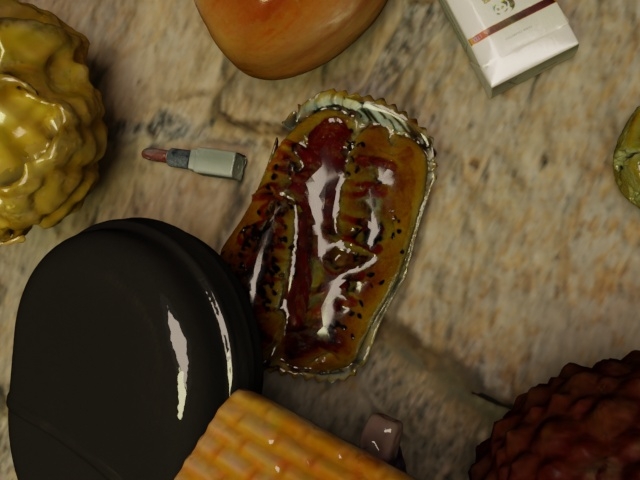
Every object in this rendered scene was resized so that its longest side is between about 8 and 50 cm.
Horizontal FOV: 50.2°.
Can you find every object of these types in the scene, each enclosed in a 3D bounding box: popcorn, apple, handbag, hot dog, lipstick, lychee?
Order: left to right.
[{"bbox_3d":[-0.309,-0.116,0.617,0.250,0.190,0.250,2,83,-17],"label":"popcorn"},{"bbox_3d":[-0.170,0.133,0.581,0.254,0.093,0.307,17,102,30],"label":"handbag"},{"bbox_3d":[-0.127,-0.078,0.665,0.107,0.025,0.025,9,87,18],"label":"lipstick"},{"bbox_3d":[-0.028,-0.233,0.588,0.199,0.199,0.199,-1,85,11],"label":"apple"},{"bbox_3d":[0.000,0.000,0.606,0.163,0.082,0.270,22,89,11],"label":"hot dog"},{"bbox_3d":[0.220,0.205,0.452,0.300,0.264,0.264,-38,79,-21],"label":"lychee"}]

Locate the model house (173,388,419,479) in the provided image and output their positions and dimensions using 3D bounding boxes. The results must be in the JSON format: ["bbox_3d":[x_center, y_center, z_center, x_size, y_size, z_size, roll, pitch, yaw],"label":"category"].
[{"bbox_3d":[0.014,0.250,0.486,0.202,0.237,0.237,20,93,33],"label":"model house"}]

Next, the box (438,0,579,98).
[{"bbox_3d":[0.156,-0.217,0.613,0.084,0.040,0.154,-26,82,6],"label":"box"}]

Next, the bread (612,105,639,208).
[{"bbox_3d":[0.323,-0.062,0.555,0.156,0.064,0.117,25,92,13],"label":"bread"}]
